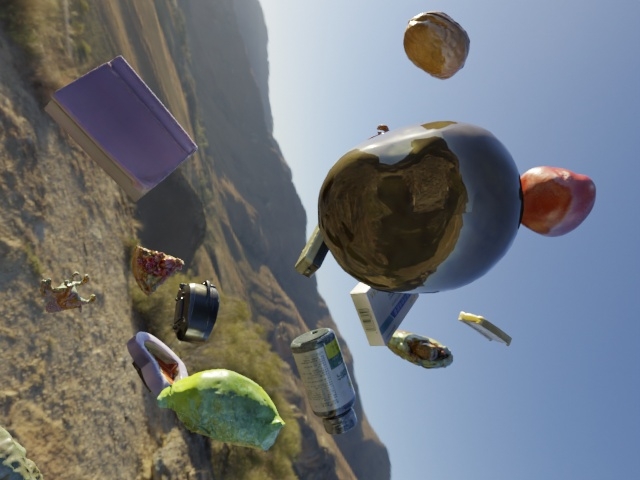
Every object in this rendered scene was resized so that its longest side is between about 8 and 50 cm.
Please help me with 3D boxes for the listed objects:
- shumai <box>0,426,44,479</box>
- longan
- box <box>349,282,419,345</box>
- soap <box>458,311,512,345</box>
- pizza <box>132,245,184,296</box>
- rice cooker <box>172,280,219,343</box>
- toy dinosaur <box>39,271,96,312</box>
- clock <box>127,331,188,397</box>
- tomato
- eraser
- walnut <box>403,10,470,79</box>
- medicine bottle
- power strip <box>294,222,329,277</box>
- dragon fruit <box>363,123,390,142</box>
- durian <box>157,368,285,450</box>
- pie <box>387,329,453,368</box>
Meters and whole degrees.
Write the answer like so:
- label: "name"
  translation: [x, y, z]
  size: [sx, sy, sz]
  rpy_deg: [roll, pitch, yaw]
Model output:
- label: "shumai"
  translation: [-0.604, 0.424, 0.689]
  size: [0.304, 0.309, 0.263]
  rpy_deg: [61, 32, -11]
- label: "longan"
  translation: [0.197, -0.064, 0.930]
  size: [0.404, 0.404, 0.336]
  rpy_deg: [89, -5, -55]
- label: "box"
  translation: [0.230, 0.187, 1.592]
  size: [0.343, 0.065, 0.200]
  rpy_deg: [-39, 111, -52]
- label: "soap"
  translation: [0.609, 0.327, 1.706]
  size: [0.092, 0.252, 0.037]
  rpy_deg: [6, -111, 49]
- label: "pizza"
  translation: [-0.630, 0.096, 1.797]
  size: [0.201, 0.193, 0.053]
  rpy_deg: [67, -20, 2]
- label: "rice cooker"
  translation: [-0.324, 0.186, 1.206]
  size: [0.112, 0.106, 0.165]
  rpy_deg: [-37, -129, 48]
- label: "toy dinosaur"
  translation: [-0.681, 0.163, 1.246]
  size: [0.057, 0.142, 0.212]
  rpy_deg: [33, -56, 16]
- label: "clock"
  translation: [-0.409, 0.327, 1.170]
  size: [0.198, 0.064, 0.172]
  rpy_deg: [50, -1, 21]
- label: "tomato"
  translation: [0.546, -0.094, 1.099]
  size: [0.187, 0.151, 0.187]
  rpy_deg: [37, -13, 10]
- label: "eraser"
  translation: [-0.590, -0.340, 1.417]
  size: [0.122, 0.272, 0.359]
  rpy_deg: [-18, -62, 45]
- label: "walnut"
  translation: [0.286, -0.484, 1.147]
  size: [0.180, 0.144, 0.144]
  rpy_deg: [42, -4, -6]
- label: "medicine bottle"
  translation: [0.018, 0.422, 1.384]
  size: [0.141, 0.141, 0.293]
  rpy_deg: [-168, -120, -82]
- label: "power strip"
  translation: [0.000, 0.000, 1.498]
  size: [0.257, 0.070, 0.105]
  rpy_deg: [-65, -173, -32]
- label: "dragon fruit"
  translation: [0.192, -0.213, 1.304]
  size: [0.147, 0.282, 0.211]
  rpy_deg: [60, 39, -47]
- label: "durian"
  translation: [-0.190, 0.332, 0.933]
  size: [0.101, 0.250, 0.139]
  rpy_deg: [-57, -173, 22]
- label: "pie"
  translation: [0.352, 0.398, 1.703]
  size: [0.257, 0.274, 0.105]
  rpy_deg: [28, 77, -52]
